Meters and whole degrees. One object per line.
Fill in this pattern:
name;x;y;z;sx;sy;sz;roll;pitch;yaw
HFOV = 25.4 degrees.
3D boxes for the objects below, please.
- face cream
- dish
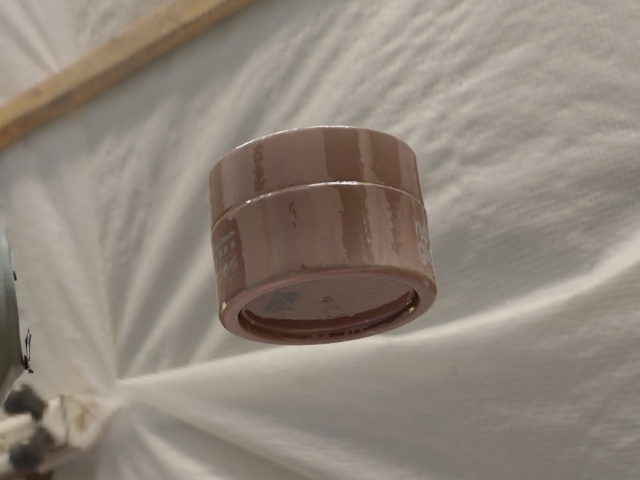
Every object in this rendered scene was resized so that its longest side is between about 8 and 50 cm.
face cream;0.000;0.000;0.965;0.149;0.149;0.104;-23;-117;34
dish;-0.250;0.046;1.006;0.229;0.081;0.229;173;-90;-78
